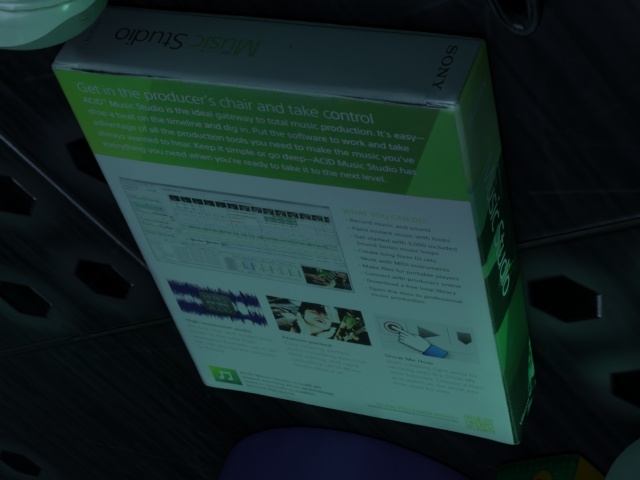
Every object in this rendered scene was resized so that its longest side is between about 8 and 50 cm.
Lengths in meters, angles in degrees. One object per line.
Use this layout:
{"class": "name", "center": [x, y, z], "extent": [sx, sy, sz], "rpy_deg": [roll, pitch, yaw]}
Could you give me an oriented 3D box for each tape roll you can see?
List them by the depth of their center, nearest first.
{"class": "tape roll", "center": [0.035, 0.266, 1.159], "extent": [0.275, 0.090, 0.275], "rpy_deg": [15, 145, 11]}

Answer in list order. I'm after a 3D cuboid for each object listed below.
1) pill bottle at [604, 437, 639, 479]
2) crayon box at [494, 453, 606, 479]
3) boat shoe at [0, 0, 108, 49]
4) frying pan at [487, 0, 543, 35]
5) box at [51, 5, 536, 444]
{"class": "pill bottle", "center": [0.265, 0.206, 0.923], "extent": [0.108, 0.108, 0.180], "rpy_deg": [-13, 132, 42]}
{"class": "crayon box", "center": [0.223, 0.301, 1.029], "extent": [0.278, 0.165, 0.081], "rpy_deg": [41, 142, -25]}
{"class": "boat shoe", "center": [-0.261, -0.180, 0.692], "extent": [0.320, 0.118, 0.103], "rpy_deg": [14, 140, 5]}
{"class": "frying pan", "center": [0.015, -0.210, 0.548], "extent": [0.197, 0.053, 0.326], "rpy_deg": [18, 143, 9]}
{"class": "box", "center": [0.000, 0.000, 0.839], "extent": [0.232, 0.058, 0.322], "rpy_deg": [9, 145, 20]}
